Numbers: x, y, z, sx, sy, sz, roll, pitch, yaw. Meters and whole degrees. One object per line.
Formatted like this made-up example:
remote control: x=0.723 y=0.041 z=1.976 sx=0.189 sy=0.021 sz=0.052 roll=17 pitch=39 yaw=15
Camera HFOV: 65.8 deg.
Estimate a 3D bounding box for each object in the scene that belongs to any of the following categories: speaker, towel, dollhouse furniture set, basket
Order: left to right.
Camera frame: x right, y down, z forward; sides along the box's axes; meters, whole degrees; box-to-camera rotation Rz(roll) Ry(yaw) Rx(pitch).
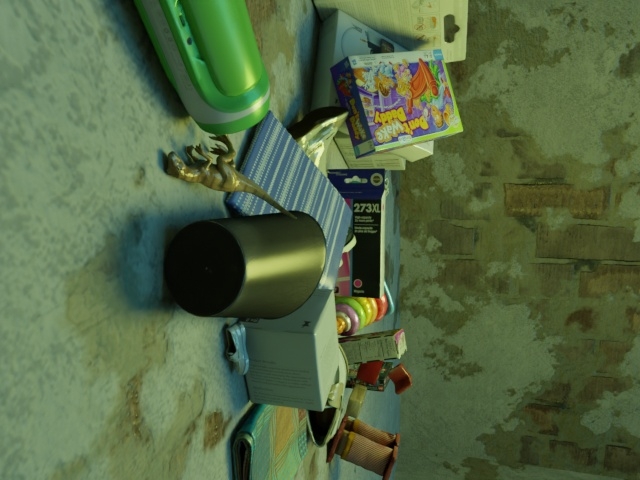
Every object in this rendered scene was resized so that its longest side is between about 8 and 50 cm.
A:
speaker: x=-0.152 y=-0.284 z=0.612 sx=0.296 sy=0.131 sz=0.131 roll=76 pitch=22 yaw=-45
basket: x=-0.112 y=0.041 z=0.746 sx=0.204 sy=0.154 sz=0.227 roll=-55 pitch=161 yaw=12
towel: x=-0.091 y=0.439 z=1.068 sx=0.370 sy=0.040 sz=0.271 roll=-34 pitch=125 yaw=-71
towel: x=-0.047 y=-0.065 z=1.000 sx=0.336 sy=0.040 sz=0.243 roll=47 pitch=45 yaw=-39
dollhouse furniture set: x=0.175 y=0.549 z=1.567 sx=0.152 sy=0.201 sz=0.374 roll=-32 pitch=139 yaw=-73

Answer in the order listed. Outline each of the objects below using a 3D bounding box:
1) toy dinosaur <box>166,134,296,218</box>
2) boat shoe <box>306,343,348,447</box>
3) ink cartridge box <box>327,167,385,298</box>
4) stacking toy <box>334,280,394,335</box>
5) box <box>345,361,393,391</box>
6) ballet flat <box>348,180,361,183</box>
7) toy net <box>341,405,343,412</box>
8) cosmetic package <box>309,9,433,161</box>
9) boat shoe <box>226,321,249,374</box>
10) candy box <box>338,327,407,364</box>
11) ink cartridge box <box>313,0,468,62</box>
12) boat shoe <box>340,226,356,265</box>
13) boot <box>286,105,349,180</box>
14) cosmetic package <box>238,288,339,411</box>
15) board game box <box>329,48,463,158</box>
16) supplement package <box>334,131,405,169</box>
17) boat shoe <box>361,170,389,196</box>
toy dinosaur: x=-0.139 y=-0.096 z=0.742 sx=0.211 sy=0.064 sz=0.112 roll=14 pitch=62 yaw=-39
boat shoe: x=0.013 y=0.400 z=1.299 sx=0.103 sy=0.113 sz=0.302 roll=-62 pitch=151 yaw=-69
ink cartridge box: x=0.095 y=-0.022 z=1.424 sx=0.069 sy=0.176 sz=0.371 roll=-11 pitch=102 yaw=-73
stacking toy: x=0.083 y=0.221 z=1.489 sx=0.302 sy=0.175 sz=0.166 roll=-34 pitch=106 yaw=-53
box: x=0.166 y=0.477 z=1.765 sx=0.233 sy=0.159 sz=0.044 roll=-2 pitch=94 yaw=-74
ballet flat: x=0.094 y=-0.105 z=1.599 sx=0.241 sy=0.091 sz=0.077 roll=-63 pitch=173 yaw=-49
toy net: x=0.044 y=0.488 z=1.540 sx=0.122 sy=0.045 sz=0.232 roll=-66 pitch=153 yaw=-55
cosmetic package: x=0.159 y=-0.414 z=1.370 sx=0.377 sy=0.097 sz=0.284 roll=15 pitch=76 yaw=-33
boat shoe: x=-0.148 y=0.192 z=0.857 sx=0.035 sy=0.035 sz=0.100 roll=-19 pitch=117 yaw=-44
candy box: x=0.122 y=0.312 z=1.436 sx=0.159 sy=0.233 sz=0.071 roll=13 pitch=68 yaw=-73
ink cartridge box: x=0.203 y=-0.604 z=1.355 sx=0.308 sy=0.385 sz=0.091 roll=44 pitch=50 yaw=-70
boat shoe: x=0.004 y=-0.001 z=1.206 sx=0.340 sy=0.127 sz=0.113 roll=-37 pitch=117 yaw=-61
boot: x=-0.001 y=-0.215 z=1.179 sx=0.213 sy=0.077 sz=0.165 roll=-42 pitch=138 yaw=-38
cosmetic package: x=-0.055 y=0.203 z=0.960 sx=0.151 sy=0.151 sz=0.184 roll=-60 pitch=149 yaw=-60
board game box: x=0.209 y=-0.362 z=1.289 sx=0.347 sy=0.078 sz=0.233 roll=-20 pitch=95 yaw=-35
supplement package: x=0.174 y=-0.369 z=1.623 sx=0.262 sy=0.198 sz=0.199 roll=45 pitch=49 yaw=-69
boat shoe: x=0.225 y=-0.219 z=1.996 sx=0.113 sy=0.105 sz=0.306 roll=70 pitch=26 yaw=-52
